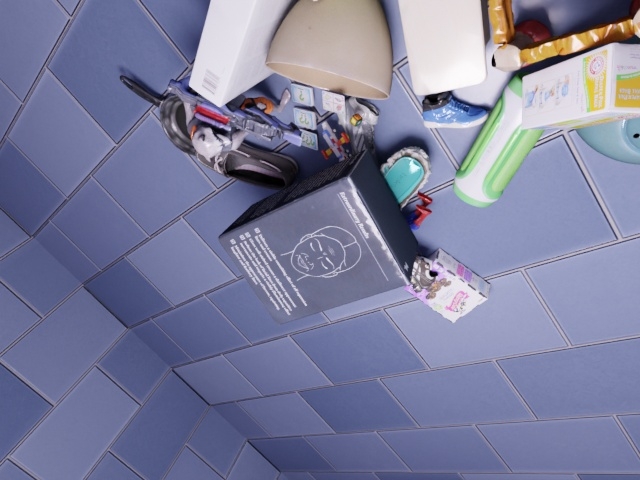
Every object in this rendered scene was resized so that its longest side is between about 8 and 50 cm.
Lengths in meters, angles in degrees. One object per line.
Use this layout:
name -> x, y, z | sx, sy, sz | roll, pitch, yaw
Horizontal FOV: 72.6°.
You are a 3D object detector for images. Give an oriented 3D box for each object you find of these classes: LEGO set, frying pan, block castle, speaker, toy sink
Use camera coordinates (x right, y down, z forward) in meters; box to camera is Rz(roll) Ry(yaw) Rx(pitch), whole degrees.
LEGO set -> 0.006, -0.297, 1.143 | 0.244, 0.060, 0.182 | 28, 139, 35
frying pan -> -0.468, -0.382, 1.368 | 0.326, 0.053, 0.197 | 22, 132, 9
block castle -> 0.413, -0.535, 0.704 | 0.303, 0.213, 0.453 | 0, 120, 41
speaker -> 0.419, -0.221, 1.000 | 0.131, 0.131, 0.296 | 25, 133, 7
toy sink -> 0.262, -0.444, 0.900 | 0.153, 0.131, 0.234 | -3, 119, 29

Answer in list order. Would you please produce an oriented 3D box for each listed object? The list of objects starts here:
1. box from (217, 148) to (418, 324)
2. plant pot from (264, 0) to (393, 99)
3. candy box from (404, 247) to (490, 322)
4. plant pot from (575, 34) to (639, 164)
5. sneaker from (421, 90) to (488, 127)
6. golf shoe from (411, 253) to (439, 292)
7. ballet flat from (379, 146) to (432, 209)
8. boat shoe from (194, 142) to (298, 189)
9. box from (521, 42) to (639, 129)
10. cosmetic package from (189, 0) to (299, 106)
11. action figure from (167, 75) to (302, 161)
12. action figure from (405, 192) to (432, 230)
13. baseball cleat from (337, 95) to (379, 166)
box -> 0.000, 0.000, 1.113 | 0.396, 0.212, 0.293 | -21, 110, 28
plant pot -> 0.037, -0.441, 0.952 | 0.284, 0.284, 0.190 | 17, 102, 14
candy box -> 0.389, 0.142, 1.343 | 0.196, 0.070, 0.165 | 35, 133, -1
plant pot -> 0.630, -0.259, 0.817 | 0.290, 0.195, 0.290 | 14, 130, 17
sneaker -> 0.314, -0.315, 1.025 | 0.152, 0.058, 0.084 | 7, 137, 30
golf shoe -> 0.267, 0.058, 1.251 | 0.094, 0.077, 0.198 | -30, 119, 19
ballet flat -> 0.157, -0.100, 1.208 | 0.147, 0.147, 0.409 | 40, 123, -7
boat shoe -> -0.236, -0.229, 1.316 | 0.335, 0.095, 0.112 | 13, 132, 7
box -> 0.468, -0.259, 0.762 | 0.114, 0.203, 0.103 | -3, 97, -12
cosmetic package -> -0.125, -0.507, 0.939 | 0.097, 0.284, 0.377 | 37, 133, 0
action figure -> -0.197, -0.296, 1.110 | 0.341, 0.330, 0.178 | 28, 134, 4
action figure -> 0.199, -0.033, 1.288 | 0.139, 0.091, 0.280 | 26, 132, -3
baseball cleat -> 0.120, -0.278, 1.143 | 0.109, 0.072, 0.206 | -17, 117, 36
